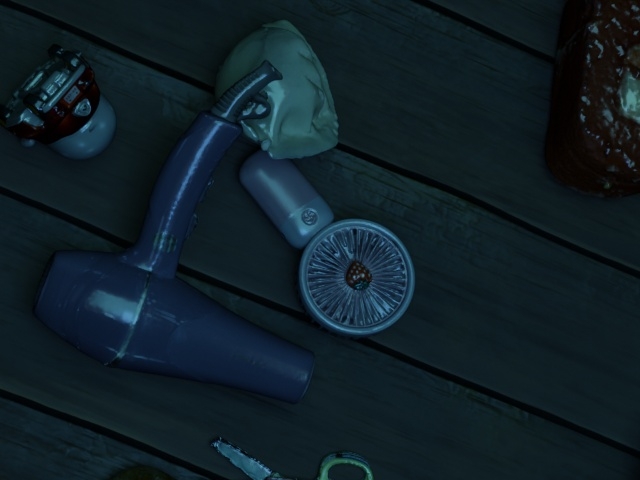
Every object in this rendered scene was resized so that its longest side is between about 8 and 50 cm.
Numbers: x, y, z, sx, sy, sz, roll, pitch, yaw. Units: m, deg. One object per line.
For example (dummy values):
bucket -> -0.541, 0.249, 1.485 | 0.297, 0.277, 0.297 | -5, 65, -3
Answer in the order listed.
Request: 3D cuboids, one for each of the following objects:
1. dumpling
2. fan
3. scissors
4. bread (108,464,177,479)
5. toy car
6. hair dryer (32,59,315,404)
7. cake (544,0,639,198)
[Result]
dumpling -> -0.038, -0.160, 1.976 | 0.155, 0.111, 0.181 | 42, 66, -13
fan -> 0.000, 0.000, 1.971 | 0.130, 0.074, 0.244 | -39, 86, -15
scissors -> -0.040, 0.271, 1.938 | 0.187, 0.020, 0.133 | 22, 73, -10
bread -> -0.177, 0.283, 1.884 | 0.113, 0.060, 0.082 | 34, 77, -3
toy car -> -0.268, -0.136, 1.909 | 0.112, 0.139, 0.112 | 45, 75, -21
hair dryer -> -0.107, -0.015, 1.874 | 0.301, 0.121, 0.361 | 20, 100, -12
cake -> 0.364, -0.187, 2.050 | 0.177, 0.151, 0.283 | 11, 73, -7
